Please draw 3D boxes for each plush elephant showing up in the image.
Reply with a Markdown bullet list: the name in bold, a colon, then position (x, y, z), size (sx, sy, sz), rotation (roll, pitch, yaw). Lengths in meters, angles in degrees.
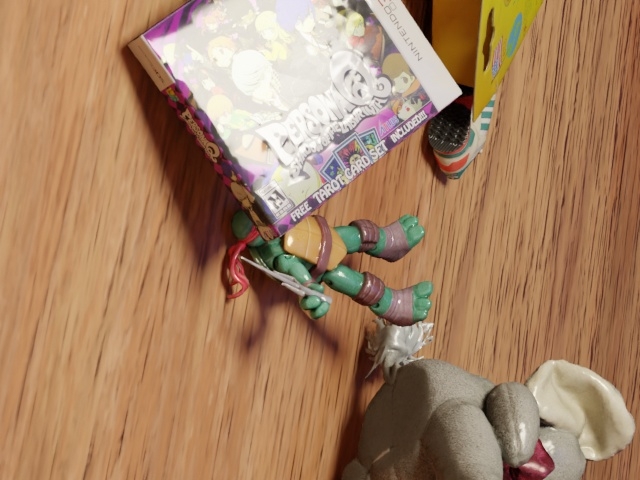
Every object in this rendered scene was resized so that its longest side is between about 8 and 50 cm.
- **plush elephant**: position (0.164, 0.235, 1.763), size (0.255, 0.272, 0.330), rotation (26, 41, -27)

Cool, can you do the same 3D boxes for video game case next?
- **video game case**: position (-0.018, -0.149, 1.553), size (0.232, 0.042, 0.210), rotation (-38, 99, -24)

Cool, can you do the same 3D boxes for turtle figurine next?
- **turtle figurine**: position (0.000, 0.000, 1.649), size (0.234, 0.118, 0.175), rotation (20, 68, -40)

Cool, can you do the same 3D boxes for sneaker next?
- **sneaker**: position (0.161, -0.138, 1.964), size (0.075, 0.057, 0.161), rotation (75, 31, -50)

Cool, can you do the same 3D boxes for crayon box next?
- **crayon box**: position (0.193, -0.307, 1.918), size (0.202, 0.081, 0.318), rotation (89, 24, -47)
